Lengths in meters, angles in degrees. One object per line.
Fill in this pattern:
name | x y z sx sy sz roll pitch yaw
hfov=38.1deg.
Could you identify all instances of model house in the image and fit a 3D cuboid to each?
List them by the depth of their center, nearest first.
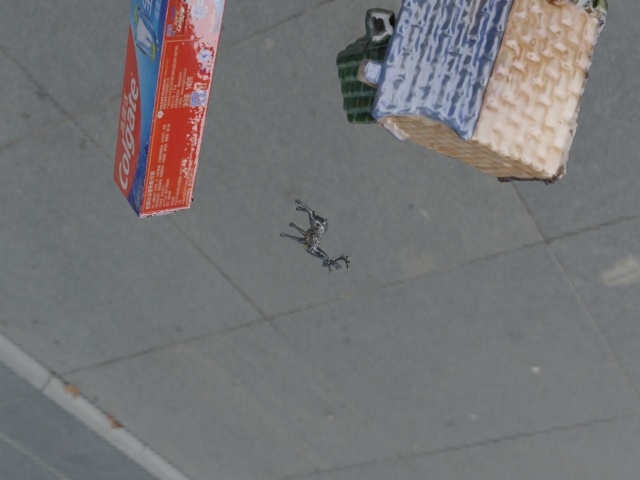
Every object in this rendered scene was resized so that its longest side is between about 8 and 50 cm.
model house | 0.102 -0.148 0.770 0.172 0.166 0.183 15 177 -25

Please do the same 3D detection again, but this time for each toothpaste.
toothpaste | -0.150 -0.172 0.919 0.066 0.076 0.320 -11 134 -33

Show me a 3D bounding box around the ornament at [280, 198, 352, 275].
ornament | 0.000 0.000 1.373 0.125 0.028 0.073 40 124 20
